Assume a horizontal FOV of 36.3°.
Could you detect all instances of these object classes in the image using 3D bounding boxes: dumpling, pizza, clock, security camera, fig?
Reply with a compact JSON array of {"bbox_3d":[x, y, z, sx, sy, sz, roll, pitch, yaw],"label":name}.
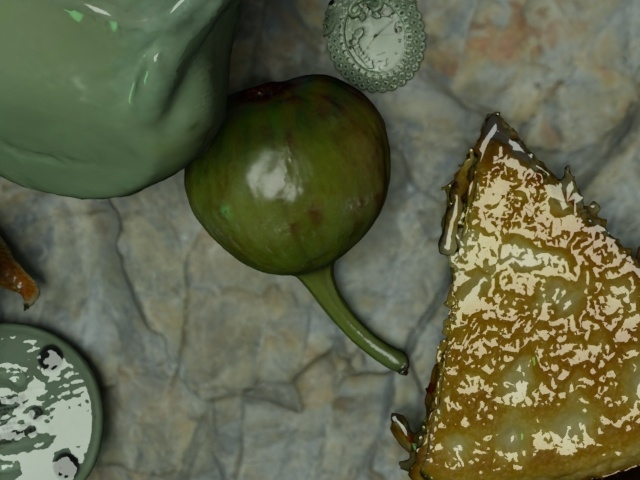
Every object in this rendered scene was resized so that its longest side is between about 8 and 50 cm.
[{"bbox_3d":[-0.163,-0.128,0.631,0.321,0.270,0.211,19,106,15],"label":"dumpling"},{"bbox_3d":[0.141,0.080,0.710,0.251,0.074,0.287,-41,90,12],"label":"pizza"},{"bbox_3d":[0.041,-0.151,0.723,0.074,0.010,0.083,-17,96,11],"label":"clock"},{"bbox_3d":[-0.322,0.162,0.796,0.302,0.080,0.157,-12,81,-1],"label":"security camera"},{"bbox_3d":[0.000,0.000,0.714,0.149,0.149,0.245,-17,116,11],"label":"fig"}]

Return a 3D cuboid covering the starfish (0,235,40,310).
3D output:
[{"bbox_3d":[-0.338,-0.021,0.786,0.247,0.050,0.138,3,100,16],"label":"starfish"}]
